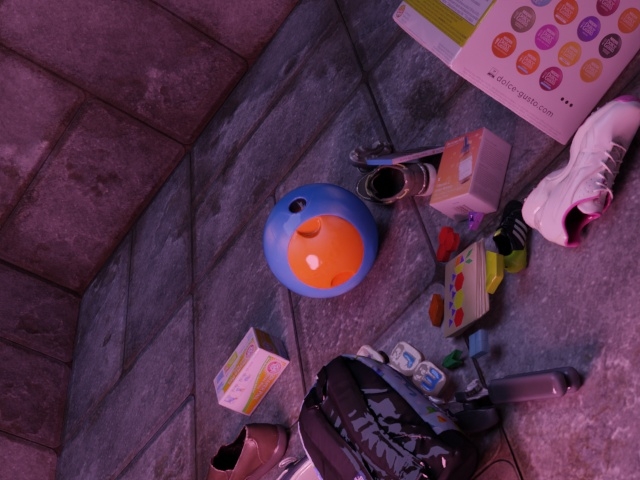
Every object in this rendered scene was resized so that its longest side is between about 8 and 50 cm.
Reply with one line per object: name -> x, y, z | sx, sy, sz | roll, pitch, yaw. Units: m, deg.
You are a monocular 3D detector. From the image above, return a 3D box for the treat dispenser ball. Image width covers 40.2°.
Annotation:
treat dispenser ball -> 0.000, 0.000, 2.178 | 0.288, 0.288, 0.288 | -42, 32, 35

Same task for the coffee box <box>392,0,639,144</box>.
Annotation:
coffee box -> 0.419, -0.468, 1.807 | 0.334, 0.338, 0.338 | -54, 30, 16

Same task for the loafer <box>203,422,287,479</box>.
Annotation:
loafer -> -0.234, 0.574, 2.220 | 0.366, 0.130, 0.133 | -51, 28, 21

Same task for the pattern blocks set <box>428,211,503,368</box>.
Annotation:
pattern blocks set -> 0.296, 0.097, 1.782 | 0.285, 0.026, 0.324 | 143, 138, -66

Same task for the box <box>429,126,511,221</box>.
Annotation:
box -> 0.334, -0.145, 1.946 | 0.130, 0.091, 0.170 | -18, 50, 55

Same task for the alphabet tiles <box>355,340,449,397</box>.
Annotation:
alphabet tiles -> 0.139, 0.354, 1.779 | 0.278, 0.021, 0.284 | 38, 99, 38

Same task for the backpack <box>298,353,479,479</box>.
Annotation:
backpack -> 0.110, 0.373, 1.622 | 0.356, 0.273, 0.290 | 38, 105, 33

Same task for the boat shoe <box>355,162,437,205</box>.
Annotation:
boat shoe -> 0.169, -0.147, 2.214 | 0.305, 0.091, 0.109 | -4, 88, 60

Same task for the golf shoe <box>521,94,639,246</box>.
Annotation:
golf shoe -> 0.509, -0.120, 1.614 | 0.306, 0.115, 0.140 | -58, 36, 22

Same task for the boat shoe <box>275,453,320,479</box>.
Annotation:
boat shoe -> -0.050, 0.535, 1.979 | 0.254, 0.095, 0.079 | -59, 36, 25

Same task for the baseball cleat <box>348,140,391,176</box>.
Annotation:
baseball cleat -> 0.122, -0.206, 2.336 | 0.206, 0.072, 0.109 | -24, -26, -54

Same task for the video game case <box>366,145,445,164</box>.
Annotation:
video game case -> 0.215, -0.211, 2.171 | 0.119, 0.166, 0.015 | 9, 112, 63

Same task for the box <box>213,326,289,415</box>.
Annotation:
box -> -0.189, 0.356, 2.381 | 0.203, 0.103, 0.114 | -55, 27, 14

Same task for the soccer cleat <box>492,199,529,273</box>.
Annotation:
soccer cleat -> 0.381, -0.017, 1.759 | 0.060, 0.072, 0.178 | -34, 37, 43

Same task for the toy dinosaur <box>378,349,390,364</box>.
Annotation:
toy dinosaur -> 0.105, 0.338, 1.898 | 0.314, 0.121, 0.160 | -22, 60, 29

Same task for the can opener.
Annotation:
can opener -> 0.342, 0.281, 1.566 | 0.280, 0.074, 0.093 | -29, 76, 50
